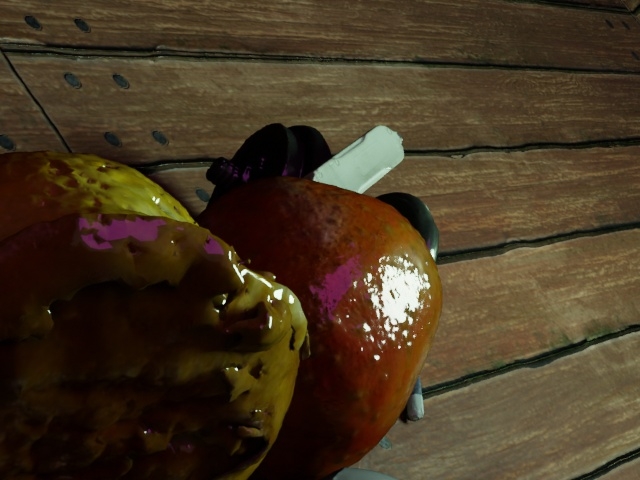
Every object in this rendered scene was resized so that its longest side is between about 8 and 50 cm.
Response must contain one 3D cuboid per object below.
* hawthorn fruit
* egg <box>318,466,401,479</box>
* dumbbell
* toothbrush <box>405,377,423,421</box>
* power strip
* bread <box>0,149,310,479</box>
[{"bbox_3d":[-0.038,0.091,1.565,0.275,0.275,0.300,44,44,-4],"label":"hawthorn fruit"},{"bbox_3d":[0.052,0.308,1.486,0.232,0.176,0.176,59,28,6],"label":"egg"},{"bbox_3d":[0.000,0.000,1.820,0.290,0.192,0.192,33,29,-27],"label":"dumbbell"},{"bbox_3d":[0.098,0.107,1.997,0.026,0.024,0.288,47,22,-30],"label":"toothbrush"},{"bbox_3d":[0.028,-0.066,1.720,0.047,0.030,0.191,54,39,-2],"label":"power strip"},{"bbox_3d":[-0.198,0.097,1.227,0.337,0.358,0.204,37,15,-50],"label":"bread"}]
